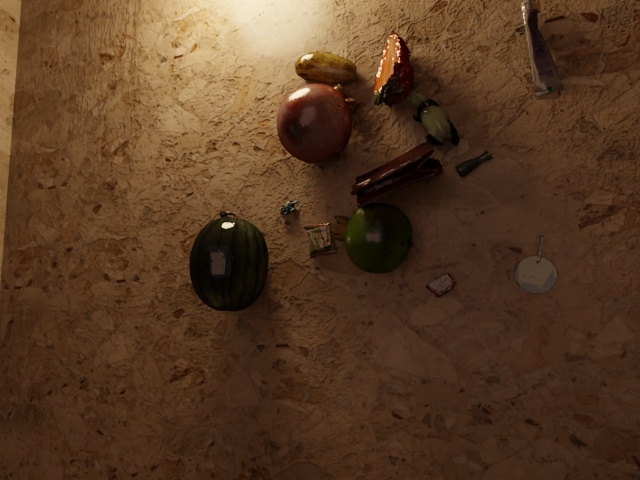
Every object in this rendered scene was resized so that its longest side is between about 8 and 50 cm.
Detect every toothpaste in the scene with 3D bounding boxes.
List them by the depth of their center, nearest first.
[{"bbox_3d":[0.669,-0.596,1.257,0.075,0.048,0.301,-11,85,-7],"label":"toothpaste"}]

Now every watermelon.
[{"bbox_3d":[-0.323,0.071,1.459,0.279,0.279,0.359,-1,78,22],"label":"watermelon"}]

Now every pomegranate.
[{"bbox_3d":[0.150,-0.019,1.318,0.302,0.236,0.236,18,90,35],"label":"pomegranate"}]

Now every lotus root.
[{"bbox_3d":[0.016,-0.640,1.507,0.258,0.097,0.110,14,86,20],"label":"lotus root"}]

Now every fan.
[{"bbox_3d":[0.642,0.070,1.207,0.113,0.005,0.175,11,88,23],"label":"fan"}]

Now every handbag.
[{"bbox_3d":[0.235,-0.205,1.276,0.275,0.260,0.084,-23,104,21],"label":"handbag"}]

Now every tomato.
[{"bbox_3d":[-0.026,-0.397,1.406,0.270,0.227,0.270,9,113,22],"label":"tomato"}]

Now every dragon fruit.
[{"bbox_3d":[0.379,0.143,1.277,0.083,0.060,0.056,-34,73,5],"label":"dragon fruit"}]

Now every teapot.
[{"bbox_3d":[0.487,-0.245,1.294,0.110,0.043,0.043,-29,74,13],"label":"teapot"}]

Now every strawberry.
[{"bbox_3d":[0.258,-0.562,1.370,0.106,0.188,0.286,18,72,-15],"label":"strawberry"}]

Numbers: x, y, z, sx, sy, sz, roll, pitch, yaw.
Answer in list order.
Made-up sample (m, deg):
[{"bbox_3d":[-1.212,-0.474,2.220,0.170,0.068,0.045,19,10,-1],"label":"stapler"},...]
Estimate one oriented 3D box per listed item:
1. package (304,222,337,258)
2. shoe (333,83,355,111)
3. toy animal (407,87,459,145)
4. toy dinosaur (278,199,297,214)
[{"bbox_3d":[0.000,-0.002,1.469,0.108,0.031,0.121,-12,84,21],"label":"package"},{"bbox_3d":[0.084,-0.510,1.477,0.109,0.072,0.069,65,146,21],"label":"shoe"},{"bbox_3d":[0.357,-0.398,1.320,0.094,0.121,0.225,-30,72,17],"label":"toy animal"},{"bbox_3d":[-0.120,-0.125,1.532,0.083,0.030,0.047,-24,77,18],"label":"toy dinosaur"}]
